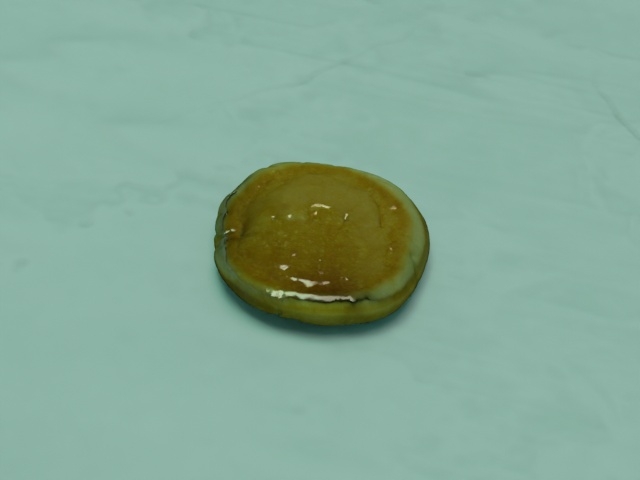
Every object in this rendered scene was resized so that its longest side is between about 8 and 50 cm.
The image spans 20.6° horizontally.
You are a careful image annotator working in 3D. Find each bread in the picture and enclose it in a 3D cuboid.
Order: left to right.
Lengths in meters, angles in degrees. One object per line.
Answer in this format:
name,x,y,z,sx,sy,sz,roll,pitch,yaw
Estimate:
bread,0.000,0.000,0.836,0.110,0.024,0.110,4,44,-4
